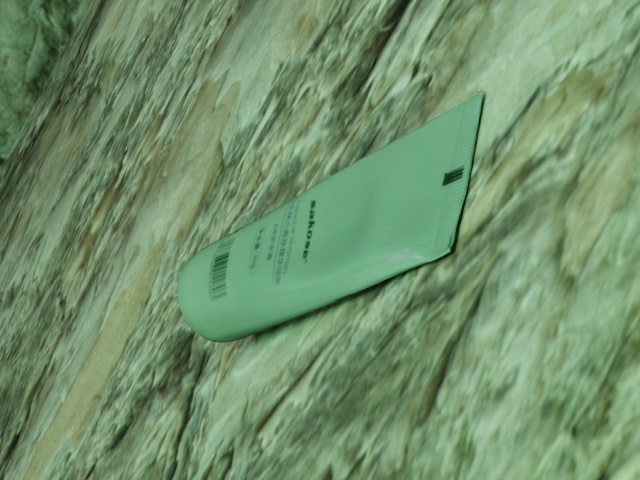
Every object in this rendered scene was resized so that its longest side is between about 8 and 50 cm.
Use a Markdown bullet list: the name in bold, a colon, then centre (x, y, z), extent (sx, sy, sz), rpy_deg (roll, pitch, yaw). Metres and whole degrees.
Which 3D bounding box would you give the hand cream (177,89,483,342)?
- **hand cream**: centre (0.000, 0.000, 1.213), extent (0.321, 0.067, 0.109), rpy_deg (-29, 42, 55)
